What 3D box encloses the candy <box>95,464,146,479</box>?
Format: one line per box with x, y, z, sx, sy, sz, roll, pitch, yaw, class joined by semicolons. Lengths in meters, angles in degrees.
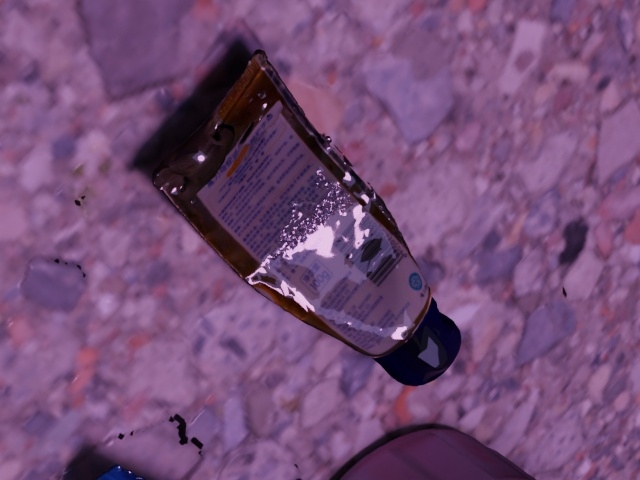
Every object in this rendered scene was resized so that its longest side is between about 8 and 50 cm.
-0.088;0.151;0.556;0.136;0.038;0.088;-50;132;7;candy

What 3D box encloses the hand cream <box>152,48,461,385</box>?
0.000;0.000;0.552;0.062;0.039;0.163;-47;128;-6;hand cream

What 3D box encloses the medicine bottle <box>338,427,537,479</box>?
0.081;0.170;0.613;0.135;0.168;0.135;-18;123;-30;medicine bottle
